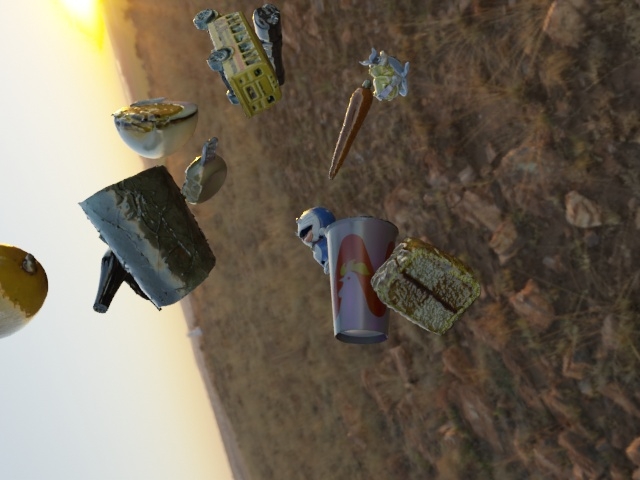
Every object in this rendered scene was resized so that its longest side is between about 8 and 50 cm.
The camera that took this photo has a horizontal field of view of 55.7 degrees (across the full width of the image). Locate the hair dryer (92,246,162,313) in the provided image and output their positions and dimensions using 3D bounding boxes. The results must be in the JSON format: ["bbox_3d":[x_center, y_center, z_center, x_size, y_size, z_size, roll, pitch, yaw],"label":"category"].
[{"bbox_3d":[-0.676,0.190,2.193,0.360,0.120,0.304,59,-156,-45],"label":"hair dryer"}]

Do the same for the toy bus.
[{"bbox_3d":[-0.187,-0.418,1.366,0.121,0.122,0.336,61,-175,-47],"label":"toy bus"}]

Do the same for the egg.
[{"bbox_3d":[-0.509,-0.344,1.925,0.286,0.264,0.174,23,128,47],"label":"egg"}]

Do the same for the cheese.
[{"bbox_3d":[-0.360,-0.225,1.896,0.082,0.163,0.286,42,151,9],"label":"cheese"}]

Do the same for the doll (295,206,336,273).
[{"bbox_3d":[0.000,0.000,2.330,0.215,0.161,0.257,113,140,-60],"label":"doll"}]

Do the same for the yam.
[{"bbox_3d":[-0.429,-0.017,1.557,0.348,0.240,0.241,62,170,-20],"label":"yam"}]

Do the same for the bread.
[{"bbox_3d":[0.240,0.100,1.383,0.222,0.182,0.096,31,-169,-18],"label":"bread"}]

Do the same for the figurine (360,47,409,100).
[{"bbox_3d":[0.238,-0.601,2.206,0.208,0.184,0.128,37,150,-11],"label":"figurine"}]

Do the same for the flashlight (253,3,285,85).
[{"bbox_3d":[-0.175,-0.695,2.213,0.424,0.103,0.103,85,164,-75],"label":"flashlight"}]

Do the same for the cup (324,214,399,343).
[{"bbox_3d":[0.105,0.107,1.545,0.203,0.202,0.289,106,167,-66],"label":"cup"}]

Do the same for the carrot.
[{"bbox_3d":[0.096,-0.345,1.899,0.336,0.069,0.069,-70,21,5],"label":"carrot"}]

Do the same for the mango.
[{"bbox_3d":[-0.573,0.100,1.026,0.316,0.176,0.119,-37,48,32],"label":"mango"}]
